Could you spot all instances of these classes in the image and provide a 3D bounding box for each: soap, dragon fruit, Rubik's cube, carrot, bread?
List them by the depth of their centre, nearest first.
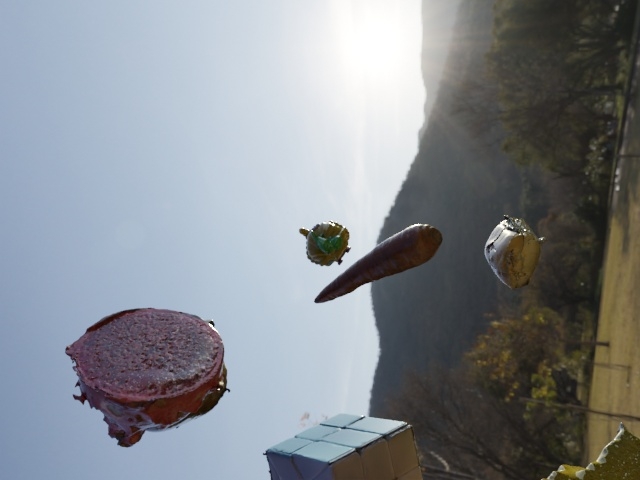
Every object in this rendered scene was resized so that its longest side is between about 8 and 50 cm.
[{"bbox_3d":[-0.171,0.148,0.574,0.153,0.153,0.111,-48,-25,-59],"label":"dragon fruit"},{"bbox_3d":[0.239,0.014,0.706,0.106,0.053,0.072,-67,-11,-70],"label":"bread"},{"bbox_3d":[0.064,0.038,0.730,0.048,0.216,0.048,30,-135,-34],"label":"carrot"},{"bbox_3d":[0.448,0.440,0.930,0.338,0.169,0.304,25,-88,-48],"label":"soap"},{"bbox_3d":[0.055,0.503,1.146,0.224,0.231,0.221,-12,-91,-40],"label":"Rubik's cube"}]

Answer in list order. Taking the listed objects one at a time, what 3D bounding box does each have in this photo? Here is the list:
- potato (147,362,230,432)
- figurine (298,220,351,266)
[{"bbox_3d":[-0.205,0.194,0.781,0.176,0.137,0.137,45,-126,-72],"label":"potato"},{"bbox_3d":[0.000,0.000,1.127,0.095,0.115,0.156,-65,-8,3],"label":"figurine"}]
